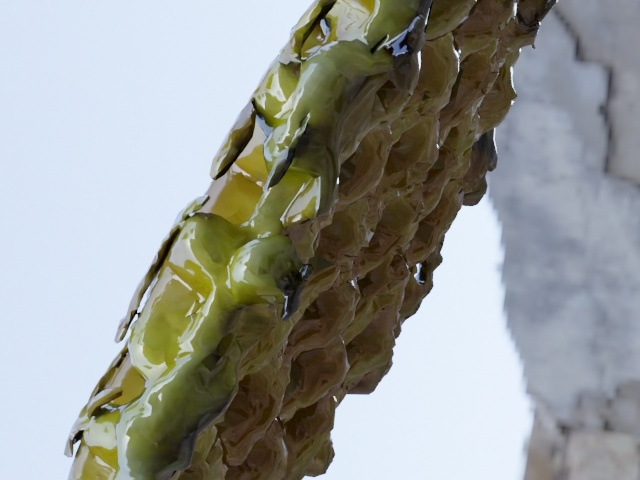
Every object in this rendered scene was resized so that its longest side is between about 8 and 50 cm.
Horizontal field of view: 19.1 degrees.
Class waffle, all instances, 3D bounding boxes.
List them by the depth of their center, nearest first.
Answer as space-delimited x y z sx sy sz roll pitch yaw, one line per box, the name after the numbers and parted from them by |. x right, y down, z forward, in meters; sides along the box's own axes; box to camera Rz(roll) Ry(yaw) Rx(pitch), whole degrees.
0.000 0.000 0.932 0.380 0.095 0.382 -61 -9 10 | waffle
